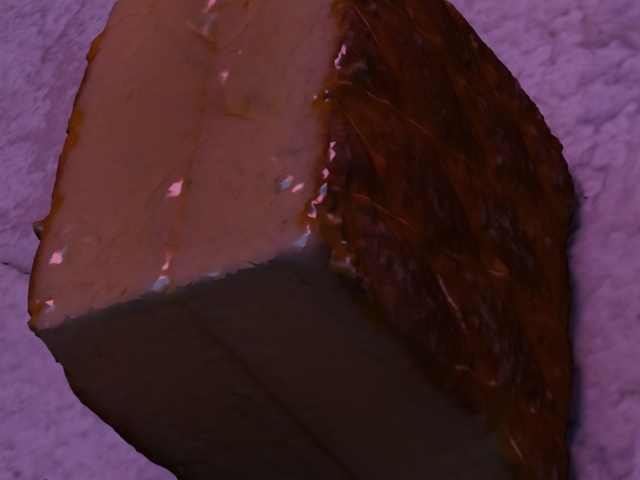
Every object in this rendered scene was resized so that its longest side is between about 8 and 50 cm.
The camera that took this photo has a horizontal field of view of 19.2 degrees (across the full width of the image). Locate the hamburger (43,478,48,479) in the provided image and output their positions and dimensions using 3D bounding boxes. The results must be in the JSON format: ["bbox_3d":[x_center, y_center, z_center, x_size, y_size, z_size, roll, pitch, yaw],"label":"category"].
[{"bbox_3d":[-0.111,0.227,0.978,0.170,0.246,0.246,-50,40,-13],"label":"hamburger"}]

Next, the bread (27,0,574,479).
[{"bbox_3d":[0.000,0.000,1.060,0.207,0.279,0.279,-19,46,28],"label":"bread"}]
